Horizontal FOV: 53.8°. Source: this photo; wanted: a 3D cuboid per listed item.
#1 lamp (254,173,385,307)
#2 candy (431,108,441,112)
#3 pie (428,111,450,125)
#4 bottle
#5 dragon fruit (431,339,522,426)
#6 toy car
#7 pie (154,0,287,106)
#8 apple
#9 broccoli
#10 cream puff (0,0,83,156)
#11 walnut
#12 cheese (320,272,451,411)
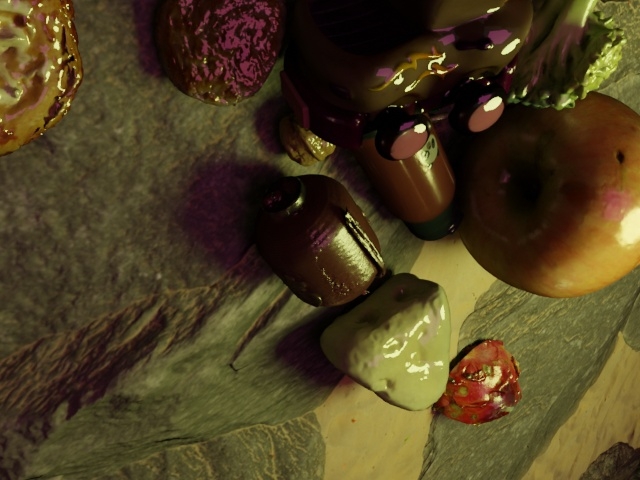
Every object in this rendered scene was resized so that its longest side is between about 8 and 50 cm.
[{"bbox_3d":[0.000,0.000,0.988,0.180,0.180,0.258,-47,135,-11],"label":"lamp"},{"bbox_3d":[0.258,-0.280,1.145,0.323,0.097,0.097,-13,119,-45],"label":"candy"},{"bbox_3d":[0.196,-0.214,1.120,0.084,0.084,0.021,-21,94,-31],"label":"pie"},{"bbox_3d":[0.147,-0.125,1.072,0.144,0.144,0.336,-47,133,-11],"label":"bottle"},{"bbox_3d":[0.403,0.338,1.523,0.274,0.126,0.161,-20,123,-31],"label":"dragon fruit"},{"bbox_3d":[0.112,-0.284,0.822,0.340,0.271,0.240,-23,147,-12],"label":"toy car"},{"bbox_3d":[-0.130,-0.275,0.819,0.163,0.079,0.194,20,98,-33],"label":"pie"},{"bbox_3d":[0.450,-0.079,1.183,0.346,0.391,0.392,8,106,-40],"label":"apple"},{"bbox_3d":[0.347,-0.380,0.976,0.293,0.281,0.348,3,67,-23],"label":"broccoli"},{"bbox_3d":[-0.361,-0.194,0.613,0.240,0.164,0.240,-35,142,-32],"label":"cream puff"},{"bbox_3d":[-0.019,-0.157,0.968,0.079,0.083,0.096,-30,134,11],"label":"walnut"},{"bbox_3d":[0.126,0.222,1.206,0.251,0.173,0.248,-26,117,-29],"label":"cheese"}]
